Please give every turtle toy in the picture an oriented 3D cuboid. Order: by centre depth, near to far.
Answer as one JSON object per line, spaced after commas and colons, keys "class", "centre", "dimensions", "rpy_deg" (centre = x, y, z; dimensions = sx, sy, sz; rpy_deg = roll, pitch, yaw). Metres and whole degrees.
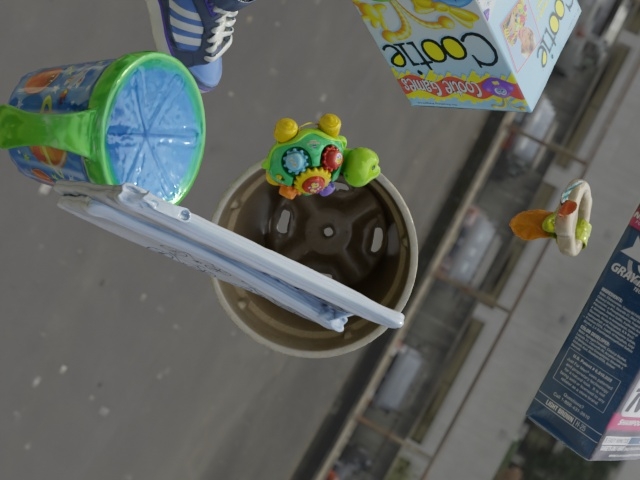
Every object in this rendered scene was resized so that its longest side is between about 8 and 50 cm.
{"class": "turtle toy", "centre": [0.000, -0.084, 1.344], "dimensions": [0.130, 0.066, 0.095], "rpy_deg": [-7, 145, -16]}

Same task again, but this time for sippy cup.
{"class": "sippy cup", "centre": [-0.319, -0.157, 1.768], "dimensions": [0.305, 0.224, 0.240], "rpy_deg": [54, 53, -49]}

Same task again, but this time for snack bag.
{"class": "snack bag", "centre": [-0.102, 0.019, 1.277], "dimensions": [0.037, 0.323, 0.342], "rpy_deg": [-66, -158, -7]}

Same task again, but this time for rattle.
{"class": "rattle", "centre": [0.358, -0.051, 1.976], "dimensions": [0.200, 0.143, 0.130], "rpy_deg": [8, 107, -64]}

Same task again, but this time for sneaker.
{"class": "sneaker", "centre": [-0.164, -0.392, 2.116], "dimensions": [0.130, 0.236, 0.322], "rpy_deg": [-59, 142, -44]}

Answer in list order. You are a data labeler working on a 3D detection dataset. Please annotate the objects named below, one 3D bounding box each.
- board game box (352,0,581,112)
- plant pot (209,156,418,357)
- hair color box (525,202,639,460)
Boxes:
{"class": "board game box", "centre": [0.117, -0.265, 1.160], "dimensions": [0.144, 0.142, 0.275], "rpy_deg": [-61, 137, -26]}
{"class": "plant pot", "centre": [0.000, 0.000, 2.082], "dimensions": [0.305, 0.334, 0.333], "rpy_deg": [-55, 171, -80]}
{"class": "hair color box", "centre": [0.400, 0.090, 1.470], "dimensions": [0.174, 0.105, 0.347], "rpy_deg": [9, 111, -50]}
